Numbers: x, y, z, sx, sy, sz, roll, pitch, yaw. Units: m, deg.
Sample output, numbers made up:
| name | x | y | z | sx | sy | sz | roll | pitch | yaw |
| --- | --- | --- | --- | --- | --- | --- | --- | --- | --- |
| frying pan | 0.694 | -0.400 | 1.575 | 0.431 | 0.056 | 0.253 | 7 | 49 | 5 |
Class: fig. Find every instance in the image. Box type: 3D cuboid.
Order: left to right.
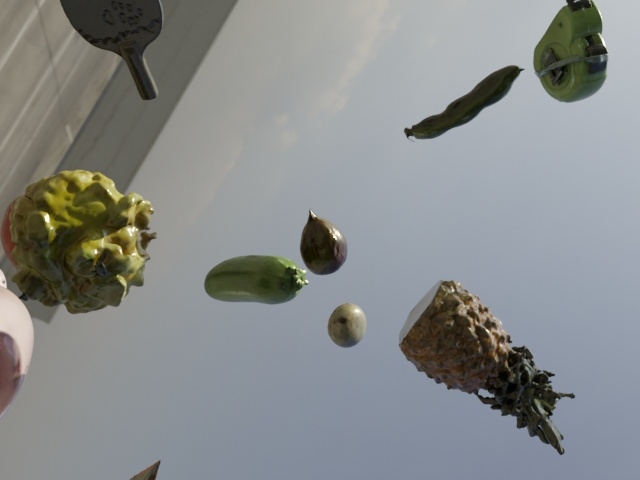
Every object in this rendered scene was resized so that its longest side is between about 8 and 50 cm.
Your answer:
| name | x | y | z | sx | sy | sz | roll | pitch | yaw |
| --- | --- | --- | --- | --- | --- | --- | --- | --- | --- |
| fig | 0.000 | 0.000 | 1.374 | 0.103 | 0.154 | 0.109 | -15 | -146 | 15 |

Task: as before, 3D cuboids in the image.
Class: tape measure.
| name | x | y | z | sx | sy | sz | roll | pitch | yaw |
| --- | --- | --- | --- | --- | --- | --- | --- | --- | --- |
| tape measure | 0.520 | -0.379 | 1.309 | 0.200 | 0.106 | 0.175 | 116 | -44 | -69 |

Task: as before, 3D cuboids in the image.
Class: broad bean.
| name | x | y | z | sx | sy | sz | roll | pitch | yaw |
| --- | --- | --- | --- | --- | --- | --- | --- | --- | --- |
| broad bean | 0.278 | -0.257 | 1.203 | 0.255 | 0.046 | 0.065 | -30 | -133 | 19 |

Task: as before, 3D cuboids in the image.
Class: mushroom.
| name | x | y | z | sx | sy | sz | roll | pitch | yaw |
| --- | --- | --- | --- | --- | --- | --- | --- | --- | --- |
| mushroom | 0.042 | 0.159 | 1.183 | 0.079 | 0.085 | 0.085 | 1 | -119 | 46 |

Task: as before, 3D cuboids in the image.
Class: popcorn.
| name | x | y | z | sx | sy | sz | roll | pitch | yaw |
| --- | --- | --- | --- | --- | --- | --- | --- | --- | --- |
| popcorn | -0.345 | 0.004 | 0.913 | 0.169 | 0.189 | 0.218 | -99 | -169 | -63 |

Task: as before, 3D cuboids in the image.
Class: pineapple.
| name | x | y | z | sx | sy | sz | roll | pitch | yaw |
| --- | --- | --- | --- | --- | --- | --- | --- | --- | --- |
| pineapple | 0.292 | 0.216 | 1.032 | 0.169 | 0.340 | 0.169 | -51 | -178 | 2 |

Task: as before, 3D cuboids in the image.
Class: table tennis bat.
| name | x | y | z | sx | sy | sz | roll | pitch | yaw |
| --- | --- | --- | --- | --- | --- | --- | --- | --- | --- |
| table tennis bat | -0.281 | -0.299 | 0.880 | 0.234 | 0.131 | 0.022 | 80 | 2 | -49 |

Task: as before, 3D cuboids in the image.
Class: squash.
| name | x | y | z | sx | sy | sz | roll | pitch | yaw |
| --- | --- | --- | --- | --- | --- | --- | --- | --- | --- |
| squash | -0.141 | 0.084 | 1.343 | 0.395 | 0.107 | 0.107 | -8 | -126 | 56 |

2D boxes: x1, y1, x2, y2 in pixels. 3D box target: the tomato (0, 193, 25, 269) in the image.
| name | x | y | z | sx | sy | sz | roll | pitch | yaw |
| --- | --- | --- | --- | --- | --- | --- | --- | --- | --- |
| tomato | -0.746 | -0.005 | 1.682 | 0.180 | 0.259 | 0.259 | -8 | -139 | 14 |

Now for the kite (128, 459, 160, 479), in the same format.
| name | x | y | z | sx | sy | sz | roll | pitch | yaw |
| --- | --- | --- | --- | --- | --- | --- | --- | --- | --- |
| kite | -0.307 | 0.466 | 0.909 | 0.327 | 0.013 | 0.377 | -63 | -160 | -2 |

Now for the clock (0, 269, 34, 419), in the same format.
| name | x | y | z | sx | sy | sz | roll | pitch | yaw |
| --- | --- | --- | --- | --- | --- | --- | --- | --- | --- |
| clock | -0.745 | 0.238 | 1.282 | 0.376 | 0.251 | 0.368 | -66 | 161 | -69 |
